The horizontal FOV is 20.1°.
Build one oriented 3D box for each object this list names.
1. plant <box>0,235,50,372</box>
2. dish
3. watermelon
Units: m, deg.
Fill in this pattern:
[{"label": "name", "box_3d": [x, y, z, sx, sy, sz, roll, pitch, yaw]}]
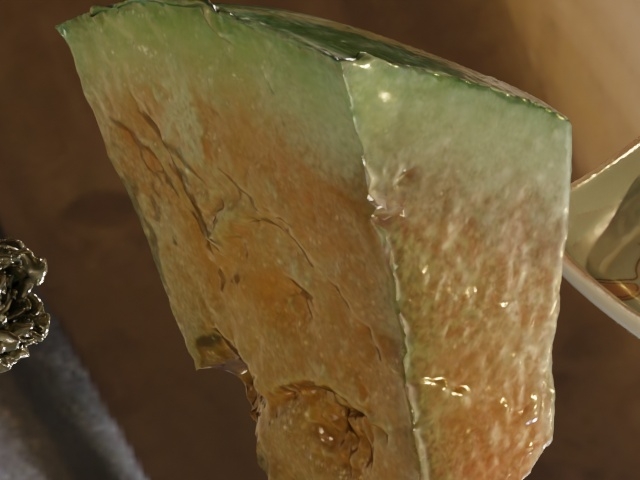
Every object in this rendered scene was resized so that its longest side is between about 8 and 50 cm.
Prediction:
[{"label": "plant", "box_3d": [-0.243, 0.038, 1.145, 0.092, 0.143, 0.094, 54, 35, -66]}, {"label": "dish", "box_3d": [0.242, -0.005, 1.080, 0.212, 0.151, 0.077, -36, 149, -27]}, {"label": "watermelon", "box_3d": [0.010, -0.012, 0.941, 0.151, 0.264, 0.302, -27, 113, -29]}]
